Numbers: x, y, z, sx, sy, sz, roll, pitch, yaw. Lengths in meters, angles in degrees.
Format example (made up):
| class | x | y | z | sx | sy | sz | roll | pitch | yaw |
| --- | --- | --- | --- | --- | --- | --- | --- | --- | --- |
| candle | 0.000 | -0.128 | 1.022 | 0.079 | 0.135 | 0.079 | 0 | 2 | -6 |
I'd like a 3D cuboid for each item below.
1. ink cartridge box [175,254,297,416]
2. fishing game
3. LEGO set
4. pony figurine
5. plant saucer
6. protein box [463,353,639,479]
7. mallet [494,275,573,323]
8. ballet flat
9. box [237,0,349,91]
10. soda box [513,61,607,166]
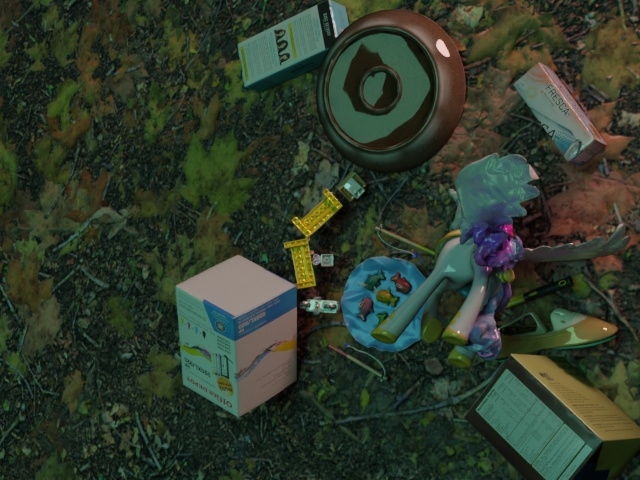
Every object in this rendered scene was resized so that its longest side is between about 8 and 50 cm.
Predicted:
| class | x | y | z | sx | sy | sz | roll | pitch | yaw |
| --- | --- | --- | --- | --- | --- | --- | --- | --- | --- |
| ink cartridge box | -0.160 | 0.184 | 2.206 | 0.171 | 0.168 | 0.233 | 25 | 128 | 37 |
| fishing game | 0.120 | 0.120 | 2.123 | 0.189 | 0.041 | 0.264 | 29 | 100 | 24 |
| LEGO set | 0.000 | 0.000 | 2.230 | 0.132 | 0.107 | 0.287 | 12 | 86 | 2 |
| pony figurine | 0.276 | 0.023 | 1.886 | 0.351 | 0.303 | 0.363 | -6 | 52 | 55 |
| plant saucer | 0.120 | -0.283 | 2.150 | 0.310 | 0.050 | 0.311 | 1 | 93 | 27 |
| protein box | 0.379 | 0.299 | 1.827 | 0.201 | 0.200 | 0.136 | 45 | 110 | 32 |
| mallet | 0.346 | 0.093 | 1.984 | 0.189 | 0.039 | 0.062 | -31 | 64 | 24 |
| ballet flat | 0.380 | 0.151 | 1.914 | 0.232 | 0.080 | 0.073 | -16 | 95 | 33 |
| box | -0.053 | -0.393 | 2.319 | 0.244 | 0.060 | 0.101 | -19 | 74 | 33 |
| soda box | 0.410 | -0.217 | 1.959 | 0.063 | 0.058 | 0.183 | -42 | 61 | 24 |
